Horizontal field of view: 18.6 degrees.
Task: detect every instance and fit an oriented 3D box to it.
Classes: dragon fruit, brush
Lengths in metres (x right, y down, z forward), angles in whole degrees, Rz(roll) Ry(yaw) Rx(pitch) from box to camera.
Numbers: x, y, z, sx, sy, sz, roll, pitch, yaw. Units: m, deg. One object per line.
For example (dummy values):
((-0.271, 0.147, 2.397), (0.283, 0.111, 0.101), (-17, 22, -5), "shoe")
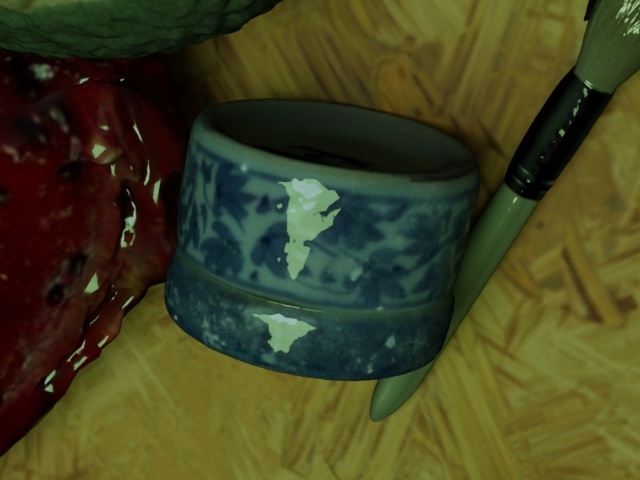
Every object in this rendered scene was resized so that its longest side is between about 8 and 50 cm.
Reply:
((-0.224, -0.019, 1.086), (0.329, 0.228, 0.286), (-25, 131, -2), "dragon fruit")
((0.094, -0.018, 1.001), (0.039, 0.042, 0.299), (49, 121, 30), "brush")

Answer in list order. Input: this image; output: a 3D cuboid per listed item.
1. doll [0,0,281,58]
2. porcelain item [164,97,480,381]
((-0.148, -0.199, 0.923), (0.350, 0.247, 0.247), (-5, 105, 27), "doll")
((0.000, 0.000, 0.976), (0.147, 0.147, 0.114), (14, 107, 15), "porcelain item")
